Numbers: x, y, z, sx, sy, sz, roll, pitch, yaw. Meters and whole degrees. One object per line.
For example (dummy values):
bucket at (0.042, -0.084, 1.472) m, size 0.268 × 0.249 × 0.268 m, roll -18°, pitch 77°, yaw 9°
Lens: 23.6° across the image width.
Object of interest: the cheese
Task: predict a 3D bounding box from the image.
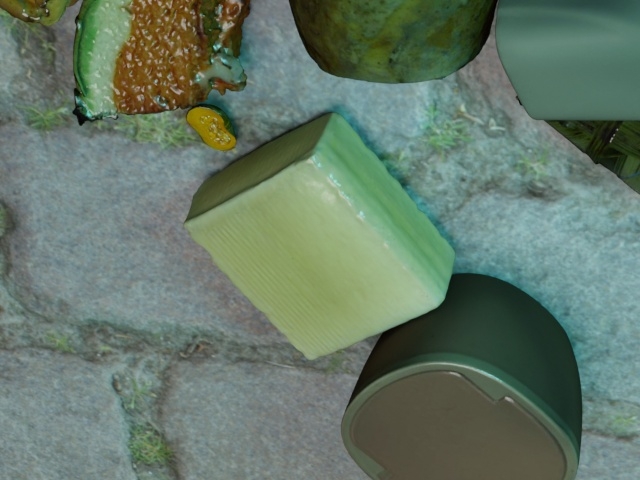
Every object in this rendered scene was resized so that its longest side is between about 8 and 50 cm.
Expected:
cheese at (0.000, 0.000, 1.949) m, size 0.242 × 0.124 × 0.265 m, roll -24°, pitch 119°, yaw 36°

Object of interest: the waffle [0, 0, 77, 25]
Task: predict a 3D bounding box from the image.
waffle at (-0.400, -0.409, 1.728) m, size 0.328 × 0.098 × 0.224 m, roll 32°, pitch 129°, yaw 9°

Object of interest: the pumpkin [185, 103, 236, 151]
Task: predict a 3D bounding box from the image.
pumpkin at (-0.135, -0.147, 1.932) m, size 0.050 × 0.028 × 0.083 m, roll -6°, pitch 135°, yaw 24°

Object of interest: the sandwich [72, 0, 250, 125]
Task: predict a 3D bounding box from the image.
sandwich at (-0.186, -0.262, 1.807) m, size 0.212 × 0.109 × 0.292 m, roll 8°, pitch 133°, yaw 3°

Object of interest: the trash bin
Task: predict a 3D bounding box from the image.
trash bin at (0.332, -0.228, 1.592) m, size 0.250 × 0.220 × 0.219 m, roll -1°, pitch 146°, yaw 28°

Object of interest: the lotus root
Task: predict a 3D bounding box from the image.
lotus root at (0.071, -0.345, 1.563) m, size 0.250 × 0.250 × 0.346 m, roll 9°, pitch 134°, yaw 10°

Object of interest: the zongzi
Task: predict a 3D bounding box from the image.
zongzi at (0.375, -0.159, 1.703) m, size 0.242 × 0.112 × 0.221 m, roll 33°, pitch 132°, yaw -9°

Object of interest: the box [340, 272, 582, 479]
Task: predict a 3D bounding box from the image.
box at (0.192, 0.197, 1.991) m, size 0.301 × 0.216 × 0.301 m, roll 8°, pitch 132°, yaw 9°
